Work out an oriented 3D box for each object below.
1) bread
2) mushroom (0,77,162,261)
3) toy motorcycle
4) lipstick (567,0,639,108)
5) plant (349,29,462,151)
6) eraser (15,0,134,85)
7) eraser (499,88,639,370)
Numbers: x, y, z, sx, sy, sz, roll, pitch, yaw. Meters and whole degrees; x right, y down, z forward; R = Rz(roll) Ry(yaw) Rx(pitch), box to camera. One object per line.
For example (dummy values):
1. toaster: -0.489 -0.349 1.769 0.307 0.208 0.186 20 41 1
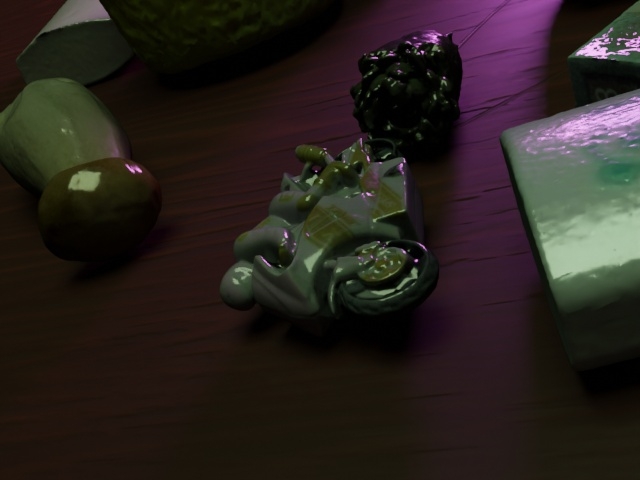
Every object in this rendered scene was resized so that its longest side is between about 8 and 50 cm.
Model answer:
1. bread: -0.144 -0.399 1.173 0.348 0.308 0.348 -23 25 11
2. mushroom: -0.252 -0.084 0.927 0.128 0.128 0.350 -29 34 -11
3. toy motorcycle: 0.000 0.000 0.657 0.152 0.073 0.225 -21 30 9
4. lipstick: 0.344 -0.198 0.735 0.371 0.080 0.076 -37 32 -24
5. plant: 0.079 -0.134 0.804 0.092 0.094 0.143 1 31 18
6. eraser: -0.338 -0.325 1.404 0.174 0.095 0.270 -16 31 11
7. eraser: 0.258 -0.040 0.514 0.290 0.104 0.189 -17 35 12
